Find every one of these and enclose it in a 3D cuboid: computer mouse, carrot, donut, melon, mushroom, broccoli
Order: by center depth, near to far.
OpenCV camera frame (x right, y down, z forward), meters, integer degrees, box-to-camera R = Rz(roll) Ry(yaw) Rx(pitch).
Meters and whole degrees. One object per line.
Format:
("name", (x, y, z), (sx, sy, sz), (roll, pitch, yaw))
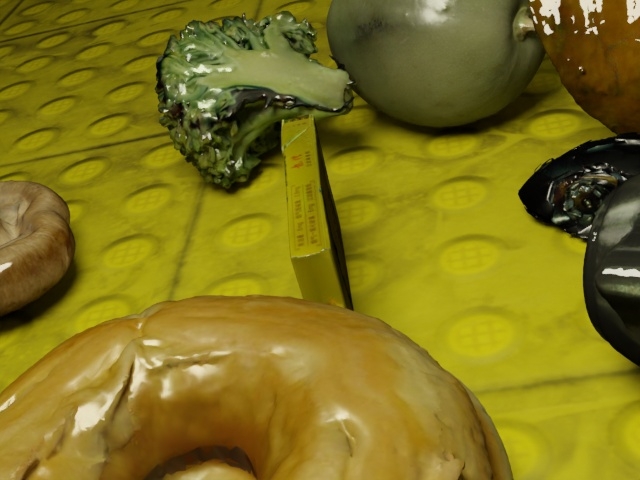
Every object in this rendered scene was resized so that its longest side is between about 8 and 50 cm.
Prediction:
("donut", (-0.078, 0.202, 0.605), (0.449, 0.198, 0.449), (-9, 33, 6))
("computer mouse", (0.320, -0.064, 0.959), (0.242, 0.077, 0.146), (-1, 36, 22))
("carrot", (0.413, -0.220, 1.011), (0.341, 0.241, 0.241), (2, 36, 22))
("mushroom", (-0.414, 0.006, 1.110), (0.278, 0.146, 0.278), (-4, 27, 2))
("melon", (0.146, -0.269, 1.191), (0.272, 0.271, 0.308), (-39, 10, -33))
("broccoli", (-0.077, -0.168, 1.231), (0.273, 0.180, 0.242), (18, 55, 16))

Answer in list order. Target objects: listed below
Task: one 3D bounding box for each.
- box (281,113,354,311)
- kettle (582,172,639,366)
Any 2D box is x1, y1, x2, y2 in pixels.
("box", (0.000, 0.001, 0.924), (0.041, 0.153, 0.279), (-14, 32, 4))
("kettle", (0.371, 0.023, 0.701), (0.324, 0.228, 0.321), (7, 12, 39))
